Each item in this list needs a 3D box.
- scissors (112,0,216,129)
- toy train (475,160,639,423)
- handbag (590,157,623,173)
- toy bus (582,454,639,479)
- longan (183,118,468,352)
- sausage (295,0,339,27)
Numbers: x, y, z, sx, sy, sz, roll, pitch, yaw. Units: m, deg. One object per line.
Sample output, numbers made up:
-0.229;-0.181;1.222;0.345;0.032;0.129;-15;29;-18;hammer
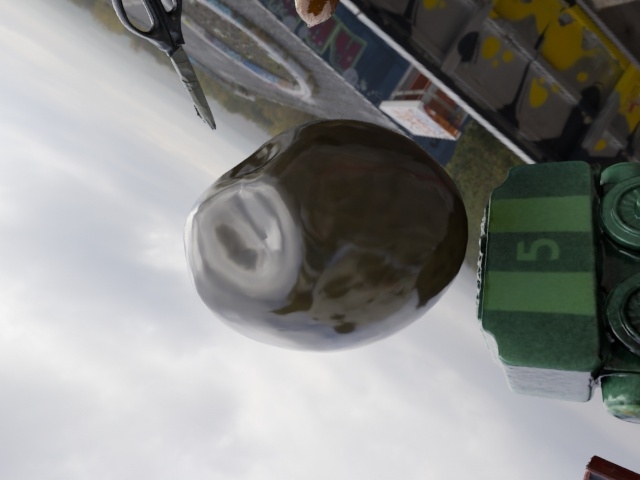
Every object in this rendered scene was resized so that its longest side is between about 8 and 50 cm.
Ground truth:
-0.218;-0.282;0.761;0.022;0.109;0.300;26;156;26;scissors
0.306;0.049;0.571;0.238;0.299;0.167;0;149;27;toy train
0.523;-0.018;0.898;0.169;0.155;0.215;84;166;-58;handbag
0.585;0.470;0.862;0.234;0.097;0.073;12;-160;42;toy bus
0.000;0.000;0.602;0.288;0.350;0.289;41;-139;-48;longan
0.012;-0.321;0.542;0.062;0.183;0.054;5;-140;-23;sausage
